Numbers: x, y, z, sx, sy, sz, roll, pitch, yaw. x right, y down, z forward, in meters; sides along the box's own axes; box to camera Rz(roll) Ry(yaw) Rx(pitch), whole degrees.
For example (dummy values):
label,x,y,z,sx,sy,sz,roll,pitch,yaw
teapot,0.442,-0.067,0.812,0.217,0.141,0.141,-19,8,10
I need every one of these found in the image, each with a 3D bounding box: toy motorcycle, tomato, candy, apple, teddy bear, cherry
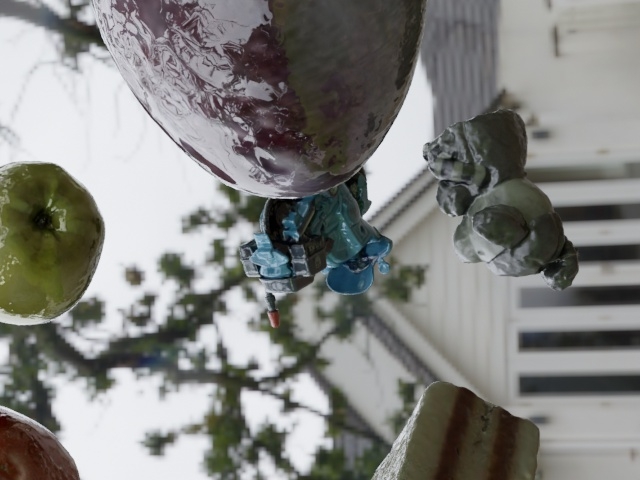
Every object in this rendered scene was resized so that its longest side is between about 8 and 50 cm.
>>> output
label,x,y,z,sx,sy,sz,roll,pitch,yaw
toy motorcycle,0.000,0.000,1.872,0.272,0.123,0.182,-30,-66,-54
tomato,-0.377,0.277,1.589,0.232,0.232,0.189,60,-134,-61
candy,0.091,0.293,1.280,0.321,0.135,0.179,-67,3,-53
apple,-0.336,0.000,1.625,0.200,0.200,0.200,-2,-90,-75
teddy bear,0.210,-0.047,1.807,0.171,0.144,0.251,17,-129,-55
cherry,-0.035,-0.145,0.845,0.213,0.183,0.266,24,138,57
